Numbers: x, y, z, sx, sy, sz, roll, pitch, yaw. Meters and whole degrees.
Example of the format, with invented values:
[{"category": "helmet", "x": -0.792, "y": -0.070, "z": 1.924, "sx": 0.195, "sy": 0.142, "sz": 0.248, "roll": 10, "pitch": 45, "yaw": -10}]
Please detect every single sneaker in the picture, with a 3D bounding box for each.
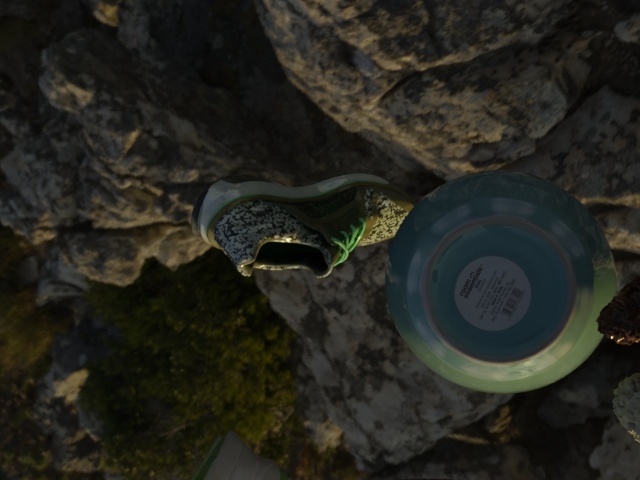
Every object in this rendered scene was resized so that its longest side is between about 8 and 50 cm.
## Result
[{"category": "sneaker", "x": 0.000, "y": 0.000, "z": 1.193, "sx": 0.182, "sy": 0.410, "sz": 0.158, "roll": 61, "pitch": 144, "yaw": 38}]

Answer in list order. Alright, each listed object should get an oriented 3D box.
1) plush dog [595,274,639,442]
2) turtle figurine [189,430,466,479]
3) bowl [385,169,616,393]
[{"category": "plush dog", "x": 0.433, "y": 0.088, "z": 0.762, "sx": 0.225, "sy": 0.262, "sz": 0.210, "roll": 56, "pitch": 167, "yaw": -7}, {"category": "turtle figurine", "x": 0.004, "y": 0.266, "z": 0.488, "sx": 0.266, "sy": 0.198, "sz": 0.275, "roll": 33, "pitch": 103, "yaw": -1}, {"category": "bowl", "x": 0.228, "y": 0.058, "z": 0.916, "sx": 0.311, "sy": 0.163, "sz": 0.312, "roll": 0, "pitch": 90, "yaw": 13}]
